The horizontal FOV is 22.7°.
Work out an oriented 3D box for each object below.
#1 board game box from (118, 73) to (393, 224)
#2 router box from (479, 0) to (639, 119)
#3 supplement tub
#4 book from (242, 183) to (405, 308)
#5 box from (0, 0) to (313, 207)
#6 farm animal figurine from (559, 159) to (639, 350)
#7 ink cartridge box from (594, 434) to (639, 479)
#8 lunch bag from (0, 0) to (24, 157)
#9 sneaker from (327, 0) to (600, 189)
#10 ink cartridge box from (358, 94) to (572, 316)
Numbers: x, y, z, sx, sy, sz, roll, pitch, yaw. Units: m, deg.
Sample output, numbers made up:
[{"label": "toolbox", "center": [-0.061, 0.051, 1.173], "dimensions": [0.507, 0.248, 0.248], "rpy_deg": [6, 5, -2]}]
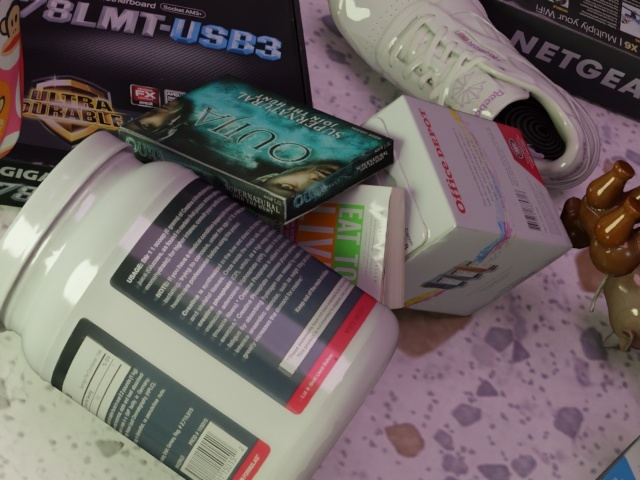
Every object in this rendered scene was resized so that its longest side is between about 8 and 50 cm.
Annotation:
[{"label": "board game box", "center": [-0.052, -0.076, 1.266], "dimensions": [0.186, 0.026, 0.126], "rpy_deg": [24, 40, 36]}, {"label": "router box", "center": [0.297, -0.257, 1.677], "dimensions": [0.309, 0.081, 0.243], "rpy_deg": [21, 49, -9]}, {"label": "supplement tub", "center": [-0.096, 0.063, 1.181], "dimensions": [0.272, 0.191, 0.191], "rpy_deg": [35, 49, 3]}, {"label": "book", "center": [0.000, 0.000, 1.272], "dimensions": [0.035, 0.144, 0.096], "rpy_deg": [0, 94, -54]}, {"label": "box", "center": [-0.155, -0.148, 1.395], "dimensions": [0.295, 0.073, 0.293], "rpy_deg": [8, 54, -20]}, {"label": "farm animal figurine", "center": [0.348, 0.061, 1.406], "dimensions": [0.330, 0.172, 0.327], "rpy_deg": [-2, 51, -41]}, {"label": "ink cartridge box", "center": [0.294, 0.259, 1.286], "dimensions": [0.191, 0.082, 0.139], "rpy_deg": [45, 49, 11]}, {"label": "lunch bag", "center": [-0.364, -0.149, 1.184], "dimensions": [0.293, 0.258, 0.120], "rpy_deg": [17, 38, 15]}, {"label": "sneaker", "center": [0.134, -0.162, 1.477], "dimensions": [0.305, 0.114, 0.152], "rpy_deg": [37, 11, 6]}, {"label": "ink cartridge box", "center": [0.096, -0.025, 1.336], "dimensions": [0.176, 0.127, 0.128], "rpy_deg": [11, 52, -49]}]
